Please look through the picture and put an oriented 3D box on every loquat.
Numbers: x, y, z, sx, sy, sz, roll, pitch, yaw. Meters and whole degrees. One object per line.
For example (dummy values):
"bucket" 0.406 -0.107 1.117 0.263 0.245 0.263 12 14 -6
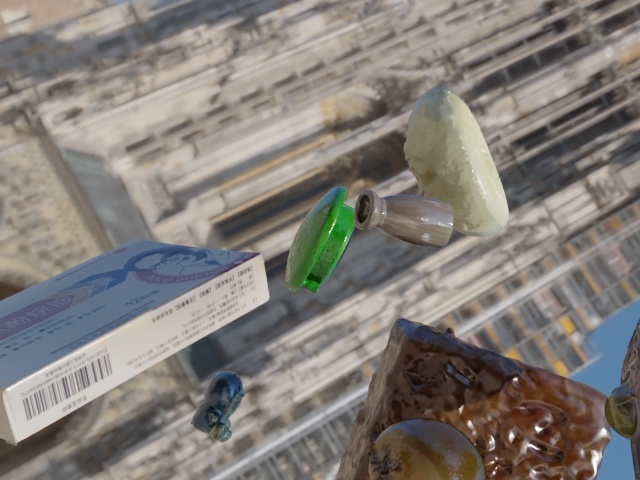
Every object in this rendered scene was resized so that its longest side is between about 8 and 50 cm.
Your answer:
"loquat" 0.125 0.277 1.401 0.141 0.141 0.141 41 -34 36

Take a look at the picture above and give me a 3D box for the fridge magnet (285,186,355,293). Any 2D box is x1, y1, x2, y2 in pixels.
"fridge magnet" 0.000 0.000 2.116 0.088 0.208 0.208 26 -29 -5

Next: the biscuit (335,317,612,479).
"biscuit" 0.200 0.334 1.651 0.343 0.395 0.166 20 -6 -7

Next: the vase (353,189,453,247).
"vase" 0.088 -0.025 1.268 0.053 0.101 0.053 -35 -130 56

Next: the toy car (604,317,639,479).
"toy car" 0.467 0.200 1.335 0.336 0.226 0.242 -85 -176 -53

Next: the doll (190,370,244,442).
"doll" -0.119 0.196 1.413 0.050 0.083 0.076 24 -8 4

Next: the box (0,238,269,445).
"box" -0.247 0.091 1.245 0.214 0.353 0.069 6 -68 40

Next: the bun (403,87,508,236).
"bun" 0.239 -0.128 2.161 0.287 0.146 0.287 54 21 -32
